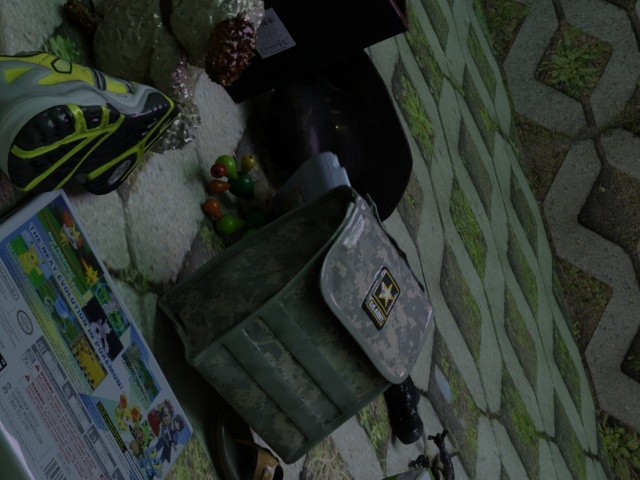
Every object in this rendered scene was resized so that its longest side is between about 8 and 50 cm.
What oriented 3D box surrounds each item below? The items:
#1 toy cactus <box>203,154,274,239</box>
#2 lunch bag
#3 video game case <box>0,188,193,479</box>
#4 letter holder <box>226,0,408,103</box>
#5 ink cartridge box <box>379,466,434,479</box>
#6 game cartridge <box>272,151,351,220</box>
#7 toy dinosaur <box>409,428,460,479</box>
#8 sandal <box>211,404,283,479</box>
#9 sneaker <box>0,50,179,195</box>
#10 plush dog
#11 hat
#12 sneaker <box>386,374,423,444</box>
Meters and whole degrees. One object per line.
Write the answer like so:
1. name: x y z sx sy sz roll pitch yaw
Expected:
1. toy cactus: -0.088 -0.045 1.769 0.219 0.112 0.180 52 16 -20
2. lunch bag: -0.008 0.095 1.515 0.235 0.287 0.169 54 -2 -38
3. video game case: -0.260 0.136 1.242 0.329 0.036 0.300 64 21 -14
4. letter holder: -0.033 -0.383 1.904 0.152 0.301 0.214 52 27 -38
5. ink cartridge box: 0.118 0.468 1.797 0.189 0.097 0.255 69 22 -3
6. game cartridge: 0.000 0.000 1.783 0.297 0.062 0.198 140 -63 -73
7. toy dinosaur: 0.206 0.403 2.134 0.268 0.064 0.118 -71 143 -62
8. sandal: -0.073 0.304 1.517 0.090 0.060 0.219 -8 79 -69
9. sneaker: -0.268 -0.143 1.326 0.147 0.145 0.384 41 6 7
10. plush dog: -0.175 -0.276 1.558 0.210 0.225 0.262 48 30 -45
11. hat: -0.002 -0.168 1.958 0.134 0.331 0.331 -17 87 -32
12. sneaker: 0.134 0.262 2.093 0.089 0.051 0.170 58 19 -27
